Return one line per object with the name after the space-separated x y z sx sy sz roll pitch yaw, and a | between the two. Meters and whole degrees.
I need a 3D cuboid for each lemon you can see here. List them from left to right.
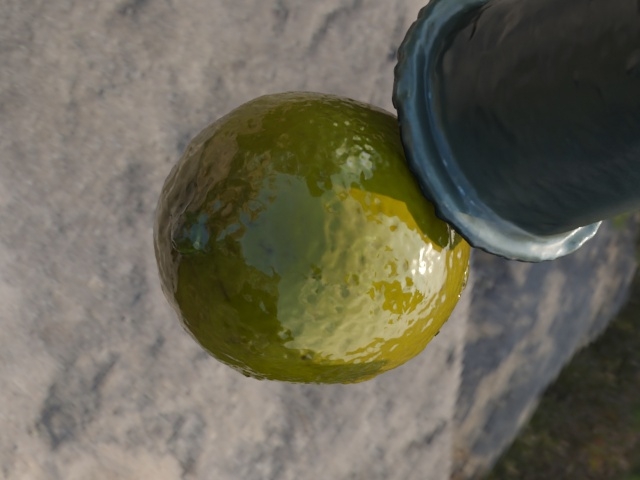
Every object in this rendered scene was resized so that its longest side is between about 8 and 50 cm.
0.000 0.000 1.226 0.320 0.245 0.245 5 102 -49 | lemon

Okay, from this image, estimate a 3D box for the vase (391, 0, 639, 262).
0.230 -0.124 1.090 0.245 0.291 0.245 9 73 -33 | vase
